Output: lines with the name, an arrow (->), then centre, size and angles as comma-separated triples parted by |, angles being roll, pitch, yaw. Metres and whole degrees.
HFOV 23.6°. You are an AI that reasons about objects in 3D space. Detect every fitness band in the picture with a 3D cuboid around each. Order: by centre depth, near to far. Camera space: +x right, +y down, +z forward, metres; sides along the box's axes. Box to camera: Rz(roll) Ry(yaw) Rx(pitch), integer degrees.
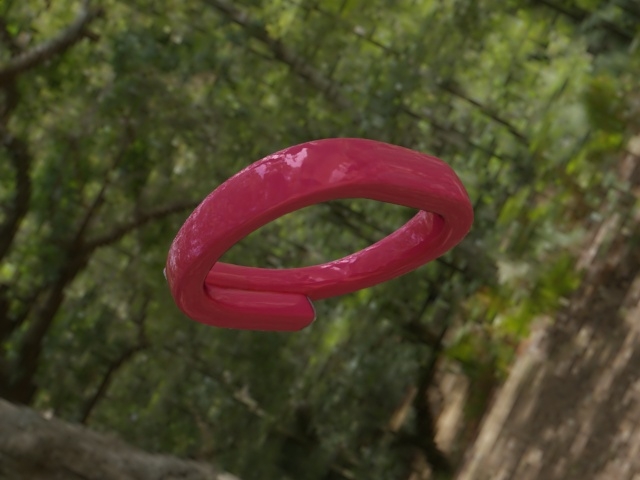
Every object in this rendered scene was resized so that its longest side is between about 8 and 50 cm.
fitness band -> 0.000, 0.000, 1.218 | 0.209, 0.054, 0.291 | -35, -24, 28
